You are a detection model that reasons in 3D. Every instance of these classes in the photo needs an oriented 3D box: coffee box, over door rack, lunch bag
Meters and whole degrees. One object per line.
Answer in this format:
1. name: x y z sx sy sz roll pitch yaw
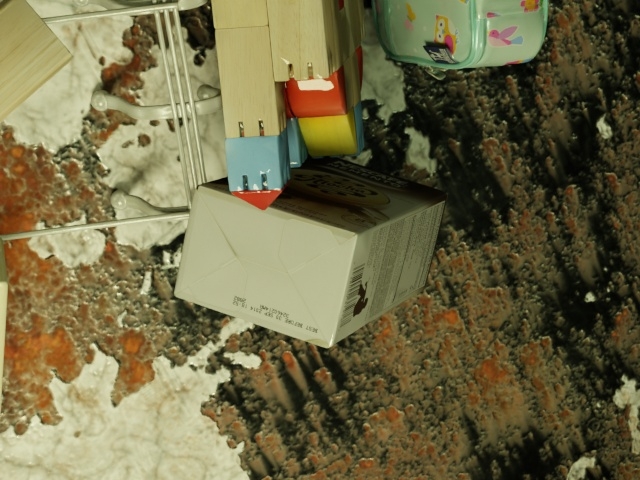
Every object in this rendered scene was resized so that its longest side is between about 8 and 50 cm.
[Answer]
1. coffee box: 0.000 0.000 1.473 0.297 0.168 0.119 -24 129 -67
2. over door rack: -0.257 -0.119 1.439 0.324 0.108 0.239 -11 112 -8
3. lunch bag: 0.127 -0.307 1.494 0.108 0.224 0.279 -13 106 -28

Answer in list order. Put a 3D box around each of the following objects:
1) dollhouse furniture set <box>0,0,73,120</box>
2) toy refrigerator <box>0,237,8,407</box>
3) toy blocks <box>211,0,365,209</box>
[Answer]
1. dollhouse furniture set: -0.405 -0.239 1.172 0.362 0.256 0.394 -42 105 -8
2. toy refrigerator: -0.365 0.129 1.429 0.102 0.094 0.269 0 121 -16
3. toy blocks: -0.022 -0.185 1.386 0.191 0.381 0.261 -2 105 9
